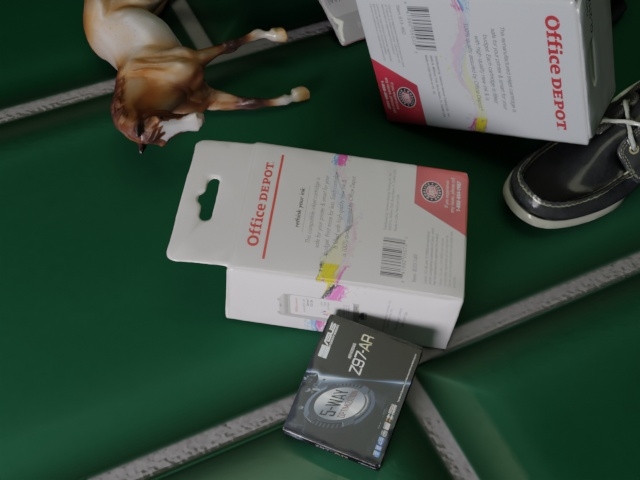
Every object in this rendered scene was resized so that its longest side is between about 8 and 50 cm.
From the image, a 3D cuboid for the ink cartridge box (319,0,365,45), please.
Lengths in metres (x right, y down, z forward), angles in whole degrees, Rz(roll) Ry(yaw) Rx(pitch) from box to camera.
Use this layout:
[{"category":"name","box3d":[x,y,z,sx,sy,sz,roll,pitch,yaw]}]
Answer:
[{"category":"ink cartridge box","box3d":[0.080,-0.335,0.913,0.296,0.066,0.261,-23,83,-20]}]

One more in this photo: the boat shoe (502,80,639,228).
[{"category":"boat shoe","box3d":[0.241,-0.086,0.730,0.233,0.079,0.084,-27,61,-21]}]

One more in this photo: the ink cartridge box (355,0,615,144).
[{"category":"ink cartridge box","box3d":[0.129,-0.151,0.705,0.175,0.127,0.072,12,50,31]}]

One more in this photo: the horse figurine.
[{"category":"horse figurine","box3d":[-0.129,-0.174,0.776,0.174,0.066,0.263,-20,59,-26]}]

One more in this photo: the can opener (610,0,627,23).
[{"category":"can opener","box3d":[0.226,-0.193,0.820,0.073,0.059,0.186,39,60,23]}]

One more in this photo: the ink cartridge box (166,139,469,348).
[{"category":"ink cartridge box","box3d":[0.000,0.000,0.653,0.198,0.067,0.115,9,53,1]}]

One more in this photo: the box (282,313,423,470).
[{"category":"box","box3d":[0.022,0.097,0.597,0.067,0.018,0.083,20,71,10]}]
